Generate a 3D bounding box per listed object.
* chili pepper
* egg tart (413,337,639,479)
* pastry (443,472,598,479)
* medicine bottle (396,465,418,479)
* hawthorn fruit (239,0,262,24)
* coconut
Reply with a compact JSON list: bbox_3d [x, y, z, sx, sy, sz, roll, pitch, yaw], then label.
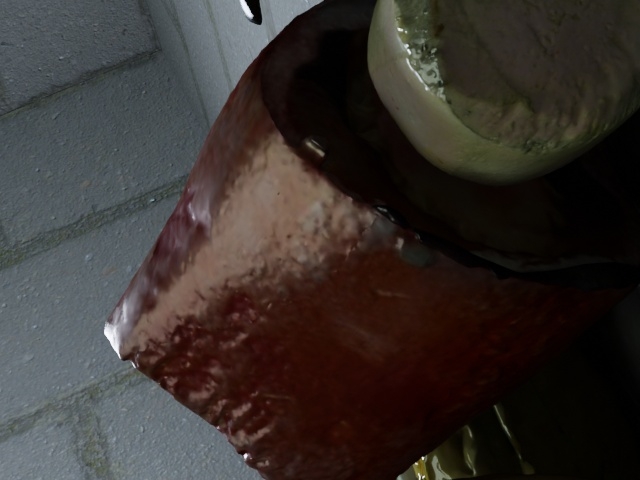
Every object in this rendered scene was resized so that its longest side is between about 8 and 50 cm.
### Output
[{"bbox_3d":[0.017,0.030,0.938,0.305,0.251,0.229,-53,41,32],"label":"chili pepper"},{"bbox_3d":[0.146,0.171,1.211,0.388,0.169,0.388,158,90,-86],"label":"egg tart"},{"bbox_3d":[0.137,0.316,0.931,0.245,0.409,0.409,-77,-31,-66],"label":"pastry"},{"bbox_3d":[0.114,0.207,1.456,0.103,0.186,0.103,156,90,-83],"label":"medicine bottle"},{"bbox_3d":[-0.093,-0.291,1.030,0.285,0.284,0.369,59,174,44],"label":"hawthorn fruit"},{"bbox_3d":[0.097,-0.103,0.789,0.153,0.147,0.147,132,114,-84],"label":"coconut"}]
